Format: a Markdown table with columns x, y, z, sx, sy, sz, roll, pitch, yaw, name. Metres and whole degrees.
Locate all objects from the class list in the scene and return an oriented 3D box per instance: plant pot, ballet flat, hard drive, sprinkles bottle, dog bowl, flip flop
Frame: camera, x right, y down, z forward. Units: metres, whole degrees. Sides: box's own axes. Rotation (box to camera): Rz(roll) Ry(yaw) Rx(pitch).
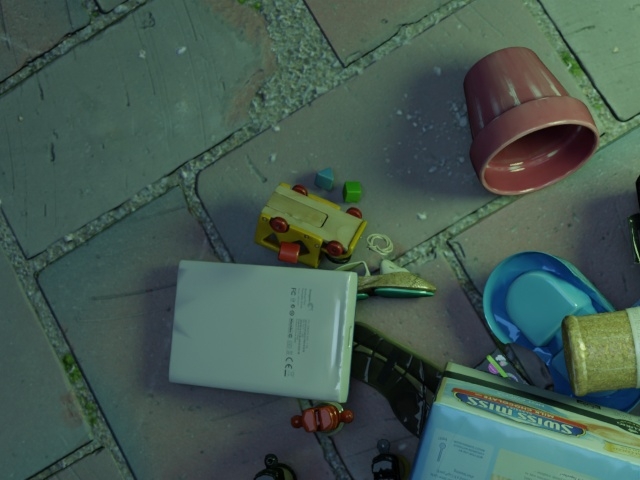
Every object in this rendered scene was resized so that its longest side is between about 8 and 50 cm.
| x | y | z | sx | sy | sz | roll | pitch | yaw | name |
| --- | --- | --- | --- | --- | --- | --- | --- | --- | --- |
| 0.316 | -0.198 | 1.887 | 0.201 | 0.201 | 0.180 | -24 | 62 | 9 | plant pot |
| 0.087 | 0.065 | 1.960 | 0.206 | 0.073 | 0.067 | -4 | 73 | 10 | ballet flat |
| -0.098 | 0.147 | 1.969 | 0.319 | 0.040 | 0.210 | 3 | 86 | 25 | hard drive |
| 0.531 | 0.144 | 1.698 | 0.355 | 0.121 | 0.121 | -8 | 81 | 7 | sprinkles bottle |
| 0.389 | 0.142 | 1.853 | 0.297 | 0.074 | 0.166 | 48 | 117 | 15 | dog bowl |
| 0.134 | 0.227 | 1.927 | 0.277 | 0.080 | 0.112 | 34 | 96 | 30 | flip flop |

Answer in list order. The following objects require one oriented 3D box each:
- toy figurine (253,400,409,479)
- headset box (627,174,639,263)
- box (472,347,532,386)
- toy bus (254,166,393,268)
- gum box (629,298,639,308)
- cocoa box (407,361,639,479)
| x | y | z | sx | sy | sz | roll | pitch | yaw | name |
| --- | --- | --- | --- | --- | --- | --- | --- | --- | --- |
| 0.016 | 0.378 | 1.899 | 0.209 | 0.148 | 0.213 | 35 | 89 | 10 | toy figurine |
| 0.614 | -0.012 | 1.794 | 0.293 | 0.110 | 0.218 | -5 | 76 | 3 | headset box |
| 0.289 | 0.222 | 1.898 | 0.062 | 0.052 | 0.083 | -42 | 77 | 4 | box |
| -0.009 | -0.008 | 1.971 | 0.191 | 0.104 | 0.202 | -11 | 53 | -22 | toy bus |
| 0.573 | 0.148 | 1.847 | 0.157 | 0.041 | 0.184 | -42 | 76 | 5 | gum box |
| 0.306 | 0.352 | 1.720 | 0.347 | 0.228 | 0.231 | 16 | 102 | 8 | cocoa box |
